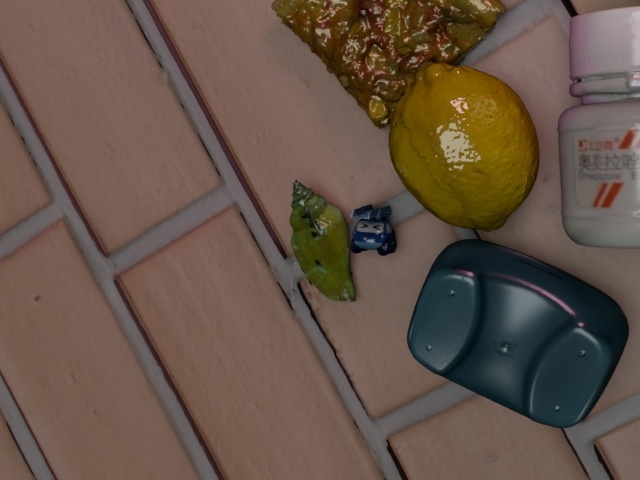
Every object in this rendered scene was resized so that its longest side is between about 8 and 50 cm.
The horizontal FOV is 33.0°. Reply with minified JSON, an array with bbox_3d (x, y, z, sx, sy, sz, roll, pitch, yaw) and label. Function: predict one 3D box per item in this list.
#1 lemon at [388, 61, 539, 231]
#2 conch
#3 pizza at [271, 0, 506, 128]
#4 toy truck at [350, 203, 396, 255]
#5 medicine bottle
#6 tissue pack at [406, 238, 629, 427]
[{"bbox_3d":[0.202,-0.133,1.524,0.204,0.204,0.260,-25,98,18],"label":"lemon"},{"bbox_3d":[-0.001,-0.001,1.669,0.095,0.079,0.201,2,105,36],"label":"conch"},{"bbox_3d":[0.095,-0.341,1.597,0.258,0.087,0.268,-43,80,14],"label":"pizza"},{"bbox_3d":[0.074,-0.013,1.606,0.063,0.136,0.074,5,98,15],"label":"toy truck"},{"bbox_3d":[0.434,-0.149,1.424,0.241,0.241,0.302,-2,95,17],"label":"medicine bottle"},{"bbox_3d":[0.280,0.122,1.530,0.287,0.206,0.198,23,111,15],"label":"tissue pack"}]
